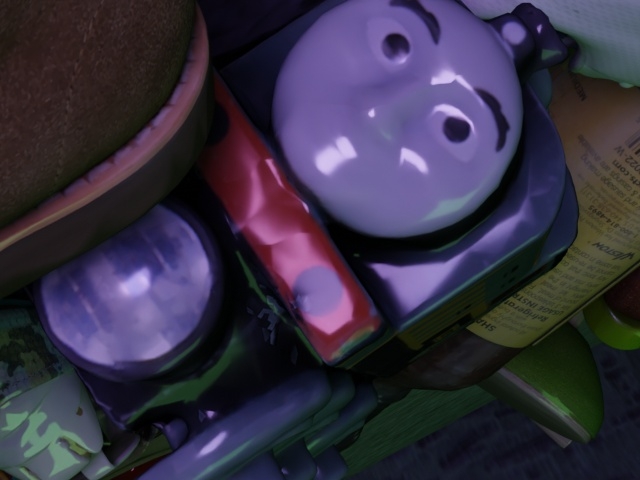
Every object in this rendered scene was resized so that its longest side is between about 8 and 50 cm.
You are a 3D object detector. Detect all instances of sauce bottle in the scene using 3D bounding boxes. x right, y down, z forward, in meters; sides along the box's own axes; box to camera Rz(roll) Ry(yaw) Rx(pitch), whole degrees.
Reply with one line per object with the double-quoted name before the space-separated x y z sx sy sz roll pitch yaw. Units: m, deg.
"sauce bottle" 0.084 0.001 0.813 0.344 0.111 0.111 -42 164 34

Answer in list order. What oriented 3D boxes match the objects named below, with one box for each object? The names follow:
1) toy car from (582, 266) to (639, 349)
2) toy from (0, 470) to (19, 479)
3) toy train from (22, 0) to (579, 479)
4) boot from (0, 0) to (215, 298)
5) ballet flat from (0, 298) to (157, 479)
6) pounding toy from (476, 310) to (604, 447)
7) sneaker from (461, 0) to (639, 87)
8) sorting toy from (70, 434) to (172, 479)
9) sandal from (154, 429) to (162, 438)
"toy car" 0.136 -0.027 0.926 0.188 0.149 0.155 5 152 -17
"toy" -0.204 0.140 0.876 0.137 0.056 0.237 -32 168 5
"toy train" 0.000 0.000 0.582 0.190 0.142 0.334 -35 171 2
"boot" -0.149 0.004 0.305 0.305 0.112 0.115 -41 161 -21
"ballet flat" -0.119 0.071 0.731 0.077 0.079 0.221 -31 168 10
"pounding toy" 0.130 0.043 1.094 0.110 0.183 0.237 -55 170 -5
"sneaker" 0.160 -0.101 0.615 0.129 0.111 0.297 -16 160 36
"sorting toy" -0.120 0.181 1.293 0.229 0.041 0.307 -35 167 26
"sandal" -0.060 0.038 0.833 0.072 0.049 0.180 -29 155 -31
